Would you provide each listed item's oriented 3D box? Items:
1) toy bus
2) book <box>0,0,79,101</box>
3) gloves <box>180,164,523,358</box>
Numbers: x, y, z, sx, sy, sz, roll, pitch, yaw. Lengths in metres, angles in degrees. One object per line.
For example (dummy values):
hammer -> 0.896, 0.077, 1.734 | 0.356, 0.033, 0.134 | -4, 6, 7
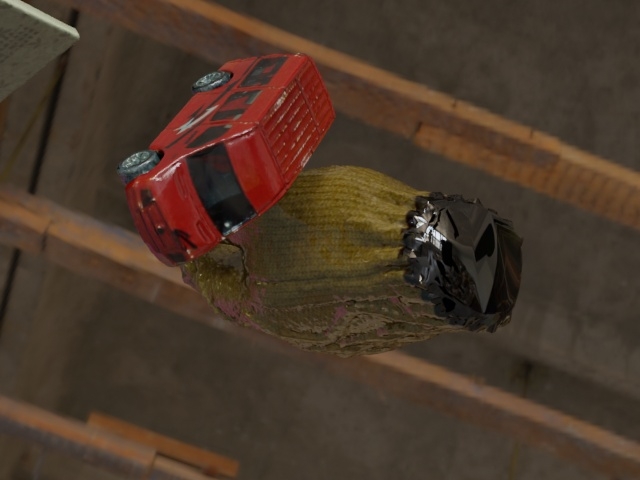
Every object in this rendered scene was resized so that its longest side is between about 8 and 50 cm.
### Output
toy bus -> -0.064, -0.061, 0.919 | 0.089, 0.195, 0.081 | -8, -61, 29
book -> -0.414, -0.160, 1.064 | 0.269, 0.032, 0.389 | -34, -24, 18
gloves -> 0.001, 0.015, 1.066 | 0.203, 0.155, 0.356 | 16, -1, -40
